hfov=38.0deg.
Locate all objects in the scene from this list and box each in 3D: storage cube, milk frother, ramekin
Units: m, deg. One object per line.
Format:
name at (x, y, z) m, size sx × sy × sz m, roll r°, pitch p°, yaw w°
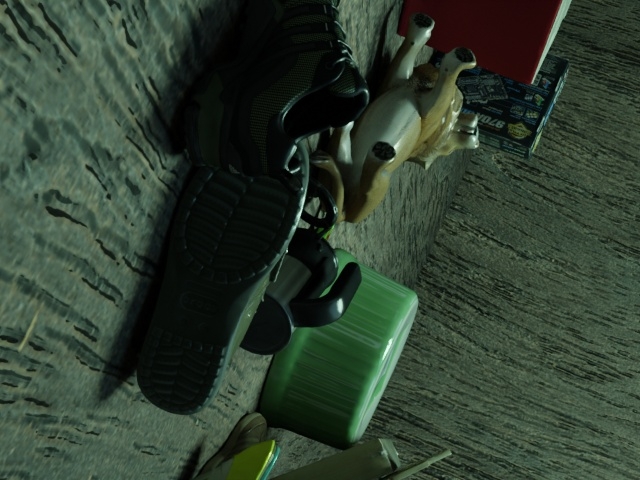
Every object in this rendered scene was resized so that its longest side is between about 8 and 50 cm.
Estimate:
storage cube at (0.234, -0.353, 1.204) m, size 0.184 × 0.193 × 0.215 m, roll -58°, pitch 167°, yaw -39°
milk frother at (-0.038, 0.021, 0.981) m, size 0.143 × 0.129 × 0.135 m, roll 62°, pitch 33°, yaw -17°
ramekin at (0.037, 0.179, 1.459) m, size 0.303 × 0.148 × 0.303 m, roll 23°, pitch 90°, yaw -79°

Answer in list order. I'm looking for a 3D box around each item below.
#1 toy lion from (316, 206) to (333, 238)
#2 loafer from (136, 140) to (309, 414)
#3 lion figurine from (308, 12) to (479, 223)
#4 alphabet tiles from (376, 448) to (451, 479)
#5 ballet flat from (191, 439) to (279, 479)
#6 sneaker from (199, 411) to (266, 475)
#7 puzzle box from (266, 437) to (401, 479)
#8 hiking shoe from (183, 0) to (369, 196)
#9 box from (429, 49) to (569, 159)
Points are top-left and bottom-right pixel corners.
toy lion at (0.000, 0.000, 1.245) m, size 0.096 × 0.034 × 0.100 m, roll 103°, pitch 13°, yaw -70°
loafer at (-0.083, 0.019, 0.773) m, size 0.087 × 0.094 × 0.251 m, roll -71°, pitch -173°, yaw -80°
lion figurine at (0.079, -0.124, 1.170) m, size 0.392 × 0.142 × 0.240 m, roll -40°, pitch 162°, yaw -37°
alphabet tiles at (0.007, 0.369, 1.278) m, size 0.342 × 0.011 × 0.285 m, roll -20°, pitch 165°, yaw -20°
ballet flat at (-0.136, 0.332, 1.128) m, size 0.231 × 0.077 × 0.077 m, roll -60°, pitch -175°, yaw 5°
sneaker at (-0.102, 0.303, 1.256) m, size 0.188 × 0.071 × 0.066 m, roll -45°, pitch 155°, yaw -61°
puzzle box at (-0.012, 0.375, 1.434) m, size 0.409 × 0.272 × 0.052 m, roll 65°, pitch 4°, yaw -76°
hiking shoe at (-0.008, -0.135, 0.704) m, size 0.086 × 0.114 × 0.227 m, roll 84°, pitch 31°, yaw -69°
box at (0.282, -0.253, 1.557) m, size 0.175 × 0.220 × 0.051 m, roll -64°, pitch 164°, yaw -14°
